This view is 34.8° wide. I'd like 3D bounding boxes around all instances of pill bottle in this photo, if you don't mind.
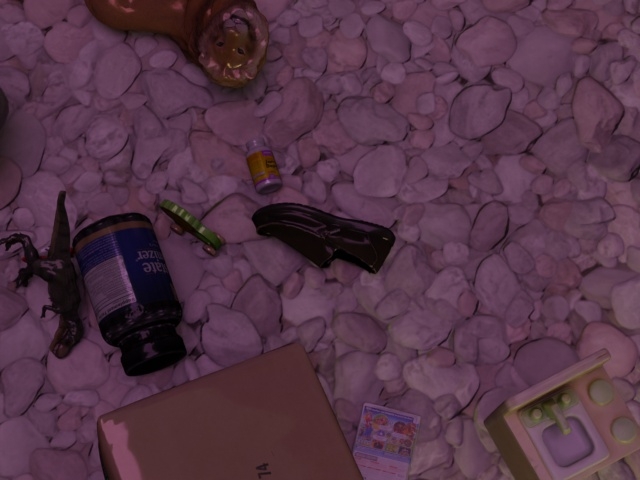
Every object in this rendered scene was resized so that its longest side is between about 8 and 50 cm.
[{"bbox_3d":[-0.091,-0.117,1.588,0.043,0.043,0.083,-18,74,-4],"label":"pill bottle"},{"bbox_3d":[-0.274,0.080,1.493,0.122,0.123,0.219,-21,74,-5],"label":"pill bottle"}]

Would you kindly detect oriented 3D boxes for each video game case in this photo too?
[{"bbox_3d":[0.090,0.303,1.473,0.087,0.011,0.122,13,74,6],"label":"video game case"}]

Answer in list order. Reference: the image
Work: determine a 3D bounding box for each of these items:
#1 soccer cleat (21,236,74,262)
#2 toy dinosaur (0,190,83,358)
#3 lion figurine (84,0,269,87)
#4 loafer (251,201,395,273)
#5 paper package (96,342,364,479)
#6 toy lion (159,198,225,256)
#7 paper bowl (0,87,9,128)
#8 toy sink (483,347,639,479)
[{"bbox_3d":[-0.418,0.015,1.568,0.083,0.029,0.036,-12,64,-5],"label":"soccer cleat"},{"bbox_3d":[-0.405,0.039,1.503,0.118,0.064,0.268,12,117,22],"label":"toy dinosaur"},{"bbox_3d":[-0.248,-0.384,1.643,0.392,0.142,0.240,13,81,20],"label":"lion figurine"},{"bbox_3d":[0.000,0.000,1.530,0.220,0.080,0.078,11,73,5],"label":"loafer"},{"bbox_3d":[-0.107,0.344,1.353,0.309,0.168,0.325,-19,74,-19],"label":"paper package"},{"bbox_3d":[-0.196,-0.024,1.536,0.100,0.096,0.034,33,77,10],"label":"toy lion"},{"bbox_3d":[-0.589,-0.148,1.488,0.284,0.284,0.148,-37,80,-9],"label":"paper bowl"},{"bbox_3d":[0.328,0.252,1.366,0.152,0.234,0.131,-27,74,-7],"label":"toy sink"}]
